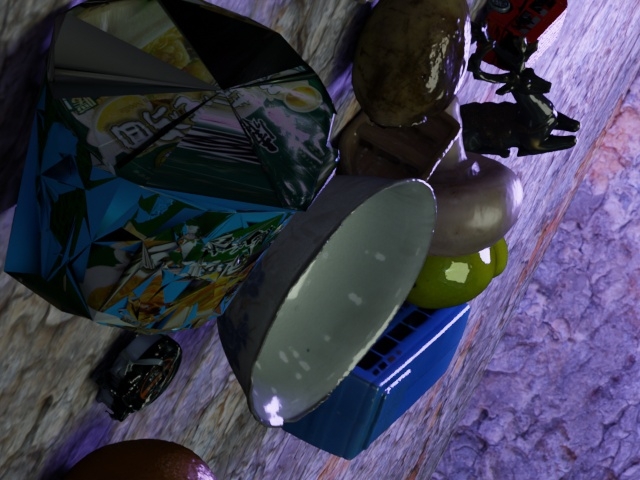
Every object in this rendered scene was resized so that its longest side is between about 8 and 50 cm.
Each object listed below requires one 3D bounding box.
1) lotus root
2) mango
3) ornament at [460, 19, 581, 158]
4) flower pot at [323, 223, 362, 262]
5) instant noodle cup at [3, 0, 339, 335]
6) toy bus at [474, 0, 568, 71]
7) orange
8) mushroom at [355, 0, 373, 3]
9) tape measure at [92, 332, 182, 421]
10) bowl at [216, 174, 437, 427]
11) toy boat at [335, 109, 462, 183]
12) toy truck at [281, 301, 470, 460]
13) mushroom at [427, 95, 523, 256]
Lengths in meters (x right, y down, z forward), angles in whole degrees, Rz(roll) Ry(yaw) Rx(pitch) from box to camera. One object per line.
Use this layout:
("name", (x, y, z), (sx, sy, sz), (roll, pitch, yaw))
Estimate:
("lotus root", (0.107, -0.220, 1.799), (0.138, 0.138, 0.214), (-29, 145, -62))
("mango", (0.178, 0.013, 2.322), (0.143, 0.175, 0.293), (-58, 160, 19))
("ornament", (0.225, -0.206, 2.200), (0.236, 0.202, 0.080), (51, 48, -50))
("flower pot", (0.000, 0.000, 1.908), (0.089, 0.111, 0.111), (-51, 166, 12))
("instant noodle cup", (-0.120, -0.049, 1.235), (0.240, 0.240, 0.178), (-43, 166, -48))
("toy bus", (0.290, -0.312, 2.268), (0.195, 0.089, 0.081), (-46, 159, -43))
("orange", (-0.192, 0.301, 1.659), (0.206, 0.206, 0.206), (-53, 163, -25))
("mushroom", (0.016, -0.312, 1.423), (0.109, 0.097, 0.351), (-60, 161, -14))
("tape measure", (-0.182, 0.133, 1.637), (0.094, 0.054, 0.091), (-46, 161, -24))
("bowl", (-0.025, 0.033, 1.760), (0.313, 0.146, 0.313), (-45, 157, -26))
("toy boat", (0.081, -0.097, 1.947), (0.188, 0.116, 0.061), (-50, 168, -41))
("toy truck", (0.072, 0.162, 2.283), (0.385, 0.162, 0.161), (-33, 146, -60))
("mushroom", (0.168, -0.077, 2.111), (0.209, 0.206, 0.206), (-67, 164, 3))
